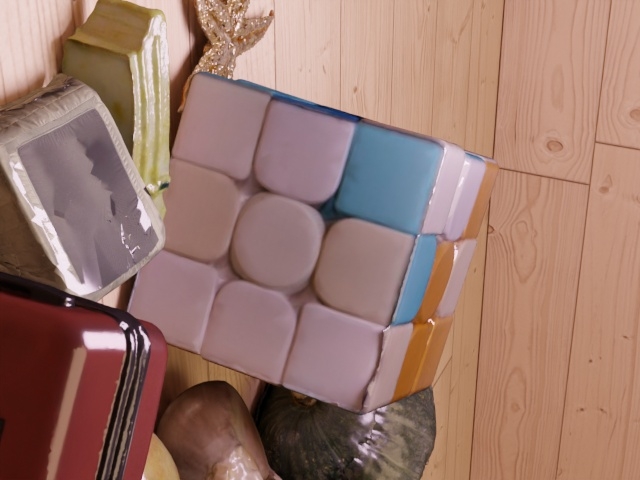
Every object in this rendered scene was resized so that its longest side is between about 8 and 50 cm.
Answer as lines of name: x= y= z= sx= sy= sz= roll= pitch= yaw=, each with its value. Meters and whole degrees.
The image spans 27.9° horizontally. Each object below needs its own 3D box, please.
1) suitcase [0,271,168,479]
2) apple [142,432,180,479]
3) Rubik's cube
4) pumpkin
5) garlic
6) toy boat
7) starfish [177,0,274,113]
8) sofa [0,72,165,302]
suitcase: x=-0.294 y=0.143 z=1.109 sx=0.161 sy=0.297 sz=0.236 roll=17 pitch=85 yaw=-62
apple: x=-0.270 y=0.289 z=1.302 sx=0.234 sy=0.256 sz=0.257 roll=-63 pitch=157 yaw=-58
Rubik's cube: x=0.000 y=0.000 z=1.685 sx=0.344 sy=0.346 sz=0.347 roll=3 pitch=106 yaw=-72
pumpkin: x=0.036 y=0.299 z=2.095 sx=0.257 sy=0.291 sz=0.328 roll=42 pitch=50 yaw=-44
garlic: x=-0.109 y=0.329 z=1.799 sx=0.340 sy=0.245 sz=0.231 roll=37 pitch=54 yaw=-51
toy boat: x=-0.224 y=-0.121 z=1.408 sx=0.084 sy=0.111 sz=0.276 roll=-37 pitch=139 yaw=-53
starfish: x=-0.118 y=-0.289 z=1.678 sx=0.295 sy=0.048 sz=0.231 roll=-48 pitch=145 yaw=-51
sofa: x=-0.298 y=-0.027 z=1.314 sx=0.225 sy=0.176 sz=0.210 roll=64 pitch=33 yaw=-14
